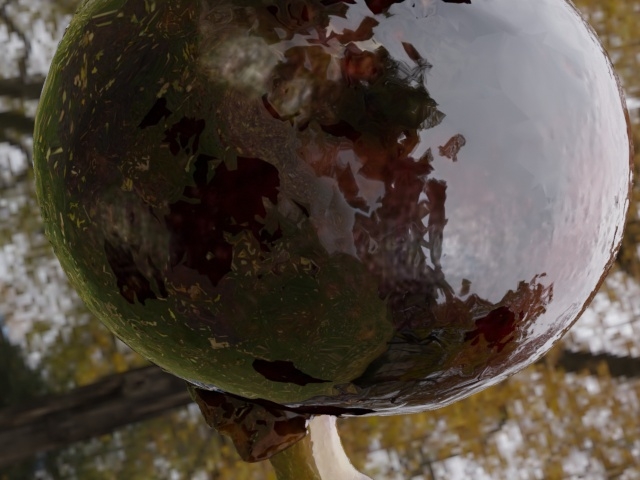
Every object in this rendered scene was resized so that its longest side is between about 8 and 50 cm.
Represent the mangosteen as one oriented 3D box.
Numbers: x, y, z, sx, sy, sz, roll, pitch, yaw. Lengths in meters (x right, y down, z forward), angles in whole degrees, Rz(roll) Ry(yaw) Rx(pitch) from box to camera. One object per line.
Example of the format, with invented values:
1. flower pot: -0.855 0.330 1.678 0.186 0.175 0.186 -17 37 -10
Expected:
1. mangosteen: 0.000 0.000 0.592 0.235 0.235 0.262 -146 -120 -62
